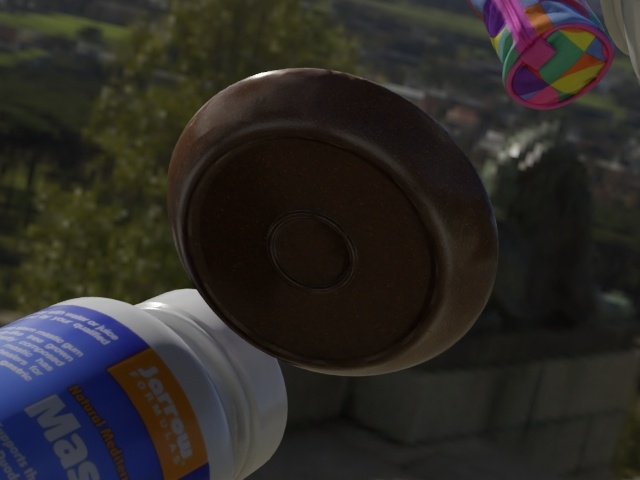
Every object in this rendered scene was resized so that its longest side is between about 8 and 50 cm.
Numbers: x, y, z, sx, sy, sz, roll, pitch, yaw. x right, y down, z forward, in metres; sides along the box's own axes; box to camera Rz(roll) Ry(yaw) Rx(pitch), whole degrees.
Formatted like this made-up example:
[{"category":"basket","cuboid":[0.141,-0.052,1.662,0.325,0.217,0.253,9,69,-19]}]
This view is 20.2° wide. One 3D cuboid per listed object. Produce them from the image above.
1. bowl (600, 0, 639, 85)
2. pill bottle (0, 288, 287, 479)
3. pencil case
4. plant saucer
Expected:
[{"category":"bowl","cuboid":[0.269,-0.181,1.148,0.134,0.297,0.298,13,9,33]},{"category":"pill bottle","cuboid":[-0.140,0.117,0.899,0.152,0.152,0.272,20,29,31]},{"category":"pencil case","cuboid":[0.164,-0.219,1.531,0.104,0.104,0.236,7,42,-32]},{"category":"plant saucer","cuboid":[0.000,0.000,0.854,0.168,0.168,0.029,16,34,11]}]
